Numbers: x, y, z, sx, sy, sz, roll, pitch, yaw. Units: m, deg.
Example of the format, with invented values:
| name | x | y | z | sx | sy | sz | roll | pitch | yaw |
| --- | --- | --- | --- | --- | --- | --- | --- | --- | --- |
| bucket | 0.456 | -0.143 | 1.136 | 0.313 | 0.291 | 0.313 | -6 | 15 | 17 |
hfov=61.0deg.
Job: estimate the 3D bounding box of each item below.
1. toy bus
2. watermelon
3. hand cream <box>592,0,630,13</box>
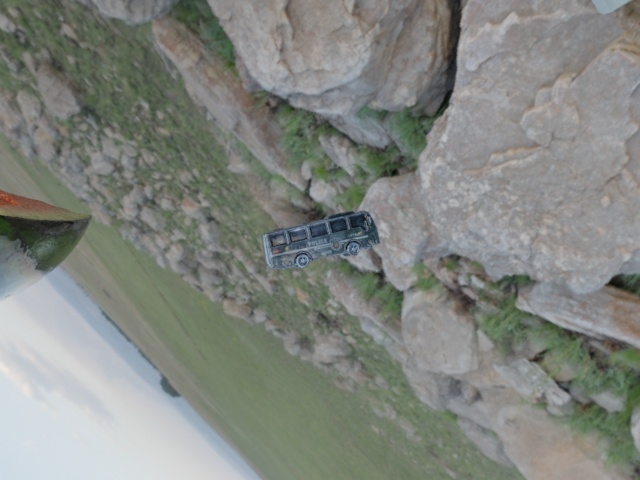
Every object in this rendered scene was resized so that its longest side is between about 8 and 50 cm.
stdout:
| name | x | y | z | sx | sy | sz | roll | pitch | yaw |
| --- | --- | --- | --- | --- | --- | --- | --- | --- | --- |
| toy bus | 0.000 | 0.000 | 0.778 | 0.047 | 0.165 | 0.065 | 168 | 88 | -76 |
| watermelon | -0.280 | 0.009 | 0.451 | 0.145 | 0.137 | 0.193 | 21 | 140 | -27 |
| hand cream | 0.435 | -0.351 | 0.602 | 0.276 | 0.059 | 0.095 | -17 | 133 | 42 |
